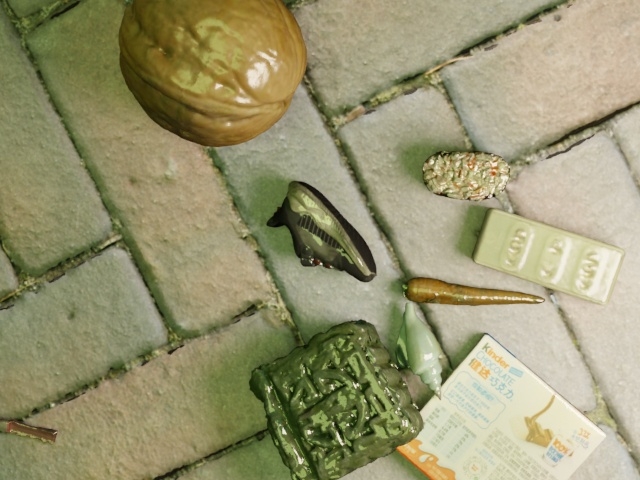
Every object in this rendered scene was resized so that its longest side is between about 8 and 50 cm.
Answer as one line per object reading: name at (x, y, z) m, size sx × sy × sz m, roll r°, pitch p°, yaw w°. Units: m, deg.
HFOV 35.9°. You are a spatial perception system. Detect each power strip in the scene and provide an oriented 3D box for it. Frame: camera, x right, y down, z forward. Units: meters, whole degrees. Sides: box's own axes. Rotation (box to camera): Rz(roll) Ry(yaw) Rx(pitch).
power strip at (0.387, 0.025, 1.711) m, size 0.256 × 0.070 × 0.105 m, roll 18°, pitch 93°, yaw 9°

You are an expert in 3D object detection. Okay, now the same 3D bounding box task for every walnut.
walnut at (-0.192, -0.318, 1.685) m, size 0.332 × 0.333 × 0.333 m, roll 0°, pitch 91°, yaw 8°

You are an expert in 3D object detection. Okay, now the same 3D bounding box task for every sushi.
sushi at (0.253, -0.114, 1.723) m, size 0.150 × 0.078 × 0.091 m, roll 4°, pitch 92°, yaw 7°

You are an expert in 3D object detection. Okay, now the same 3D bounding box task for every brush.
brush at (-0.649, 0.338, 1.882) m, size 0.300 × 0.071 × 0.084 m, roll 13°, pitch 109°, yaw -1°

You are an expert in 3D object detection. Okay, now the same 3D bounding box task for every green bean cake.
green bean cake at (0.023, 0.287, 1.726) m, size 0.255 × 0.132 × 0.241 m, roll -29°, pitch 81°, yaw 12°

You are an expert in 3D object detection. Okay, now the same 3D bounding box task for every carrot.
carrot at (0.269, 0.096, 1.745) m, size 0.254 × 0.049 × 0.049 m, roll 5°, pitch 92°, yaw 5°

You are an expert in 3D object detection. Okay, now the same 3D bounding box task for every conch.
conch at (0.178, 0.199, 1.748) m, size 0.065 × 0.088 × 0.180 m, roll -14°, pitch 75°, yaw -20°

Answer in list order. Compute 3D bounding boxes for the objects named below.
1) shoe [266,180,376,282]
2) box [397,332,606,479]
shoe at (0.000, 0.000, 1.760) m, size 0.112 × 0.099 × 0.227 m, roll -41°, pitch 82°, yaw 14°
box at (0.311, 0.348, 1.740) m, size 0.273 × 0.048 × 0.265 m, roll 41°, pitch 97°, yaw 7°
